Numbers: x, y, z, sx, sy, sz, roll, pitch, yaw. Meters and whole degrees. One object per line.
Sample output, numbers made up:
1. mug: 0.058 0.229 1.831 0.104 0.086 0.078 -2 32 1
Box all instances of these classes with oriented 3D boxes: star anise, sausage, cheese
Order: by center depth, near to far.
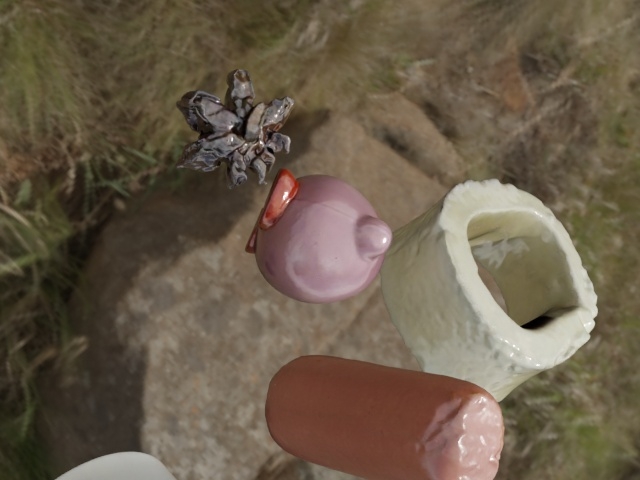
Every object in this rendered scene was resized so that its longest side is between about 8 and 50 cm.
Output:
1. sausage: 0.029 0.097 0.612 0.062 0.154 0.062 -3 94 -40
2. cheese: 0.251 0.070 1.652 0.332 0.292 0.153 -16 163 -47
3. star anise: -0.140 -0.199 1.936 0.214 0.099 0.220 23 67 -24

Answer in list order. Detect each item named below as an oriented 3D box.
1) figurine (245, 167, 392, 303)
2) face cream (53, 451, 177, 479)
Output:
1. figurine: 0.000 0.000 1.427 0.173 0.173 0.173 -19 125 -30
2. face cream: -0.191 0.350 1.123 0.218 0.179 0.218 -29 140 -27
